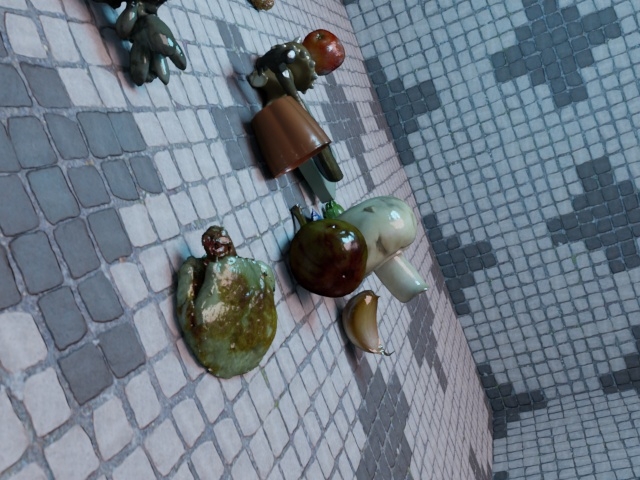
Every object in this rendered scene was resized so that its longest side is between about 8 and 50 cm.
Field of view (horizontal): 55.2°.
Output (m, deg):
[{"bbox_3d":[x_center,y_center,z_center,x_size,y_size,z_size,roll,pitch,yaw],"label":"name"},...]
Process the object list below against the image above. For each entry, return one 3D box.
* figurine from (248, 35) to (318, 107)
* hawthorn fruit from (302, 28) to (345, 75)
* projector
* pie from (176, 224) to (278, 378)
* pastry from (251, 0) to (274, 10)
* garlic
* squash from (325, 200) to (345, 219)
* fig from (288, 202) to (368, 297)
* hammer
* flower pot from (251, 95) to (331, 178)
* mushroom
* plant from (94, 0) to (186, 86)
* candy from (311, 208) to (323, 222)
[{"bbox_3d":[-0.098,-0.508,1.853,0.177,0.173,0.247,64,20,-22],"label":"figurine"},{"bbox_3d":[0.006,-0.731,2.371,0.173,0.173,0.172,54,25,-41],"label":"hawthorn fruit"},{"bbox_3d":[-0.032,-0.285,1.964,0.259,0.079,0.257,57,23,-37],"label":"projector"},{"bbox_3d":[-0.174,0.134,1.179,0.274,0.106,0.257,45,46,-47],"label":"pie"},{"bbox_3d":[-0.214,-0.810,1.997,0.169,0.063,0.087,32,33,-54],"label":"pastry"},{"bbox_3d":[0.124,0.258,1.849,0.115,0.128,0.206,-16,-92,65],"label":"garlic"},{"bbox_3d":[0.067,-0.030,2.014,0.077,0.068,0.219,-12,82,-66],"label":"squash"},{"bbox_3d":[0.000,0.000,1.659,0.217,0.217,0.321,52,6,-43],"label":"fig"},{"bbox_3d":[-0.042,-0.345,1.751,0.044,0.168,0.440,-46,125,-23],"label":"hammer"},{"bbox_3d":[-0.091,-0.290,1.675,0.173,0.191,0.190,59,19,-1],"label":"flower pot"},{"bbox_3d":[0.173,0.043,1.824,0.336,0.314,0.314,53,19,2],"label":"mushroom"},{"bbox_3d":[-0.344,-0.433,1.162,0.146,0.149,0.274,-27,122,-30],"label":"plant"},{"bbox_3d":[-0.004,-0.044,1.880,0.136,0.038,0.088,34,48,-72],"label":"candy"}]
